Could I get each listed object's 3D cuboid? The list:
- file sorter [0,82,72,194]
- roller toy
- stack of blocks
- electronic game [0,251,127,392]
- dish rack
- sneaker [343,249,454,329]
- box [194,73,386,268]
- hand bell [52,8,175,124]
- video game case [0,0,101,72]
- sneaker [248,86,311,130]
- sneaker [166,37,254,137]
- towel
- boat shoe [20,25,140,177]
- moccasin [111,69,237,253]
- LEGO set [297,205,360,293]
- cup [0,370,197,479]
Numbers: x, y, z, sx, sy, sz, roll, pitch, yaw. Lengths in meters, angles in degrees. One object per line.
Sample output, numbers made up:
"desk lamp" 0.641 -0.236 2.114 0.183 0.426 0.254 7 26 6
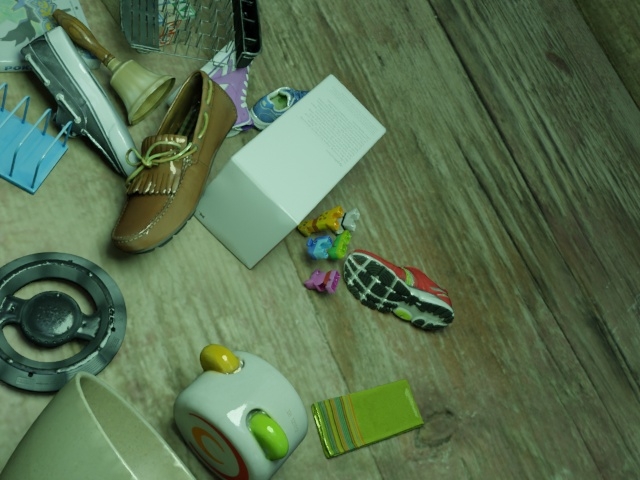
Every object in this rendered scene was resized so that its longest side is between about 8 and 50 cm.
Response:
"file sorter" -0.524 -0.185 1.073 0.170 0.104 0.118 31 53 -15
"roller toy" -0.124 0.278 1.017 0.209 0.191 0.146 34 49 18
"stack of blocks" -0.392 -0.564 1.372 0.171 0.087 0.297 -31 84 -39
"electronic game" -0.424 0.124 1.004 0.229 0.048 0.229 10 61 -18
"dish rack" -0.260 -0.454 1.281 0.271 0.074 0.208 4 63 -24
"sneaker" 0.166 0.095 1.378 0.279 0.107 0.118 31 34 -18
"box" -0.058 -0.140 1.269 0.168 0.215 0.345 45 51 -4
"hand bell" -0.410 -0.348 1.216 0.242 0.126 0.126 42 51 -7
"video game case" -0.614 -0.463 1.211 0.300 0.036 0.329 -14 74 -37
"sneaker" -0.065 -0.304 1.441 0.211 0.081 0.080 -28 80 -40
"sneaker" -0.186 -0.320 1.371 0.161 0.102 0.282 42 61 -10
"towel" 0.095 0.338 1.232 0.237 0.021 0.102 -6 69 -35
"boat shoe" -0.435 -0.233 1.163 0.102 0.108 0.301 -31 101 -3
"moccasin" -0.265 -0.146 1.129 0.147 0.139 0.380 56 51 -46
"LEGO set" 0.000 0.000 1.324 0.087 0.093 0.227 58 37 -34
"cup" -0.293 0.370 0.813 0.237 0.331 0.331 -41 90 -14
